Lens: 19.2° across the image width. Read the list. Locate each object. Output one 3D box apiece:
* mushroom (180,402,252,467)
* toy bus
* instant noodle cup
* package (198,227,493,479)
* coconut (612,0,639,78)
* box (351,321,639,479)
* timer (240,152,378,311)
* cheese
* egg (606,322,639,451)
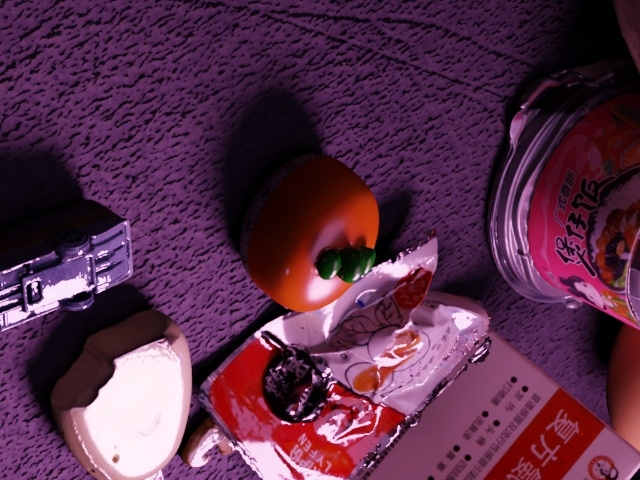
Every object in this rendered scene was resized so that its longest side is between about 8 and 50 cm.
[{"bbox_3d":[-0.083,0.170,1.705,0.101,0.019,0.049,-35,131,-21],"label":"mushroom"},{"bbox_3d":[-0.236,0.026,1.453,0.190,0.075,0.064,-21,129,-30],"label":"toy bus"},{"bbox_3d":[0.312,-0.024,1.799,0.302,0.181,0.258,34,91,-46],"label":"instant noodle cup"},{"bbox_3d":[0.032,0.113,1.730,0.269,0.071,0.194,-39,114,-4],"label":"package"},{"bbox_3d":[0.416,-0.231,1.649,0.360,0.346,0.346,-36,133,-19],"label":"coconut"},{"bbox_3d":[0.114,0.272,1.798,0.353,0.214,0.069,-50,173,-3],"label":"box"},{"bbox_3d":[0.000,0.000,1.601,0.099,0.136,0.136,4,112,-47],"label":"timer"},{"bbox_3d":[-0.161,0.184,1.627,0.127,0.050,0.255,-24,128,-27],"label":"cheese"},{"bbox_3d":[0.400,0.126,1.952,0.244,0.201,0.201,-47,136,9],"label":"egg"}]
